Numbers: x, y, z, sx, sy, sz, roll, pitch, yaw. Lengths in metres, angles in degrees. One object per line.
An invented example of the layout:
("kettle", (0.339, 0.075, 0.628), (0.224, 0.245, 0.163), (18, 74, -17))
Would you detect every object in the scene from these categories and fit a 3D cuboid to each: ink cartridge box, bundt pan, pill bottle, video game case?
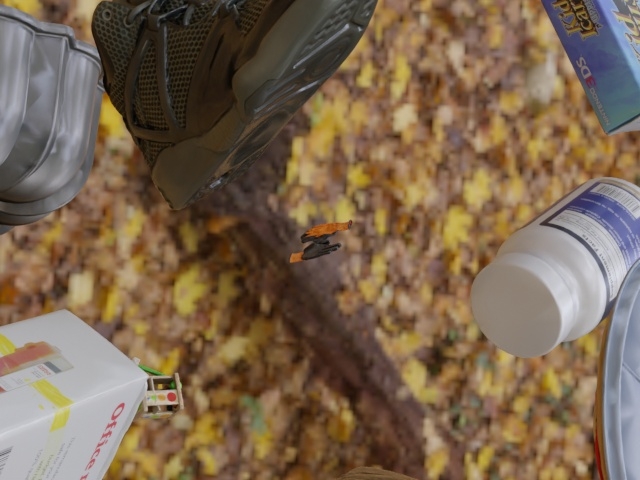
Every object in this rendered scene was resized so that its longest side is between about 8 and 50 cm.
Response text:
("ink cartridge box", (-0.412, 0.259, 1.627), (0.384, 0.160, 0.279), (-15, 138, -60))
("bundt pan", (-0.333, -0.081, 1.136), (0.331, 0.331, 0.124), (45, 40, -72))
("pill bottle", (0.307, 0.033, 1.735), (0.264, 0.153, 0.153), (-31, 128, -44))
("video game case", (0.317, -0.246, 1.459), (0.244, 0.061, 0.269), (-11, 74, -50))

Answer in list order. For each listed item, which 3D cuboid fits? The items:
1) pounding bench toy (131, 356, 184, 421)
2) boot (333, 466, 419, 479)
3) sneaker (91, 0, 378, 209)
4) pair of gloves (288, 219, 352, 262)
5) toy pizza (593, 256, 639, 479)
("pounding bench toy", (-0.225, 0.199, 1.921), (0.052, 0.065, 0.083), (-42, -126, 54))
("boot", (0.153, 0.317, 1.603), (0.115, 0.305, 0.112), (-36, 137, -70))
("sneaker", (-0.059, -0.118, 0.787), (0.087, 0.130, 0.227), (-34, 177, -36))
("pair of gloves", (0.000, 0.000, 1.794), (0.010, 0.074, 0.083), (65, 26, -24))
("toy pizza", (0.196, 0.107, 0.818), (0.201, 0.032, 0.201), (14, 73, -55))
